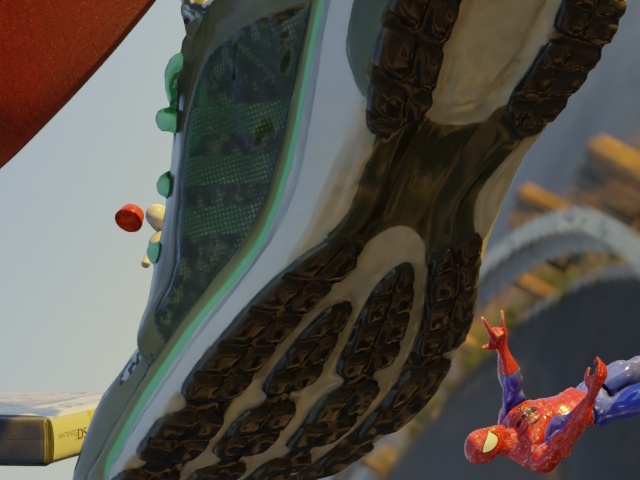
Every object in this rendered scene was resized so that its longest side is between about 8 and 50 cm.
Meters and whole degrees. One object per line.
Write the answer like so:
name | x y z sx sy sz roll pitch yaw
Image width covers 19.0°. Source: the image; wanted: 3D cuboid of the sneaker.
sneaker | -0.013 -0.044 0.850 0.158 0.182 0.410 7 -58 -42

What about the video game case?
video game case | -0.281 0.136 1.407 0.248 0.274 0.035 1 -91 -76

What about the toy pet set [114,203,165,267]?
toy pet set | -0.028 0.002 1.014 0.065 0.122 0.114 -67 -37 -48

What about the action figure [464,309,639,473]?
action figure | 0.246 0.110 1.668 0.280 0.091 0.139 -23 -53 -16

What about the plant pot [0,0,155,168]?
plant pot | -0.188 -0.247 1.002 0.235 0.267 0.267 -38 -38 -16
